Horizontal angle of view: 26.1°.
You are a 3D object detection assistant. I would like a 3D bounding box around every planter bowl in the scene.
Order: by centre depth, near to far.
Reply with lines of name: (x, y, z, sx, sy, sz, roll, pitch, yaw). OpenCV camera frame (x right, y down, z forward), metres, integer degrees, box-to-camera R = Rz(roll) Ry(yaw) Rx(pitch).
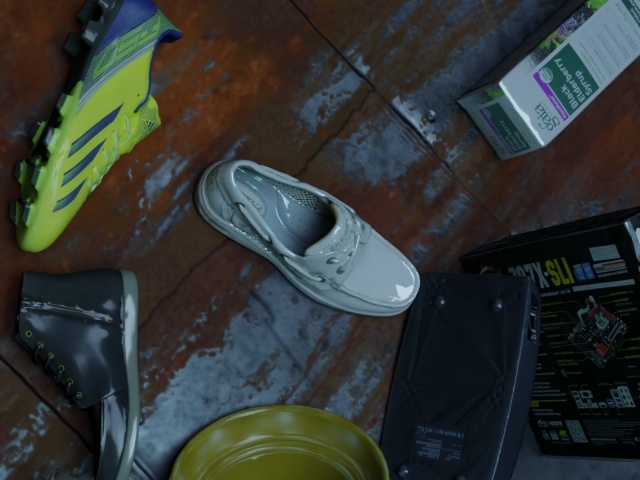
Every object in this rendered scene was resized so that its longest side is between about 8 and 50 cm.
planter bowl: (-0.040, 0.269, 1.384, 0.217, 0.217, 0.090, -21, 130, -26)

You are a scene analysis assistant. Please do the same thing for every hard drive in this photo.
hard drive: (0.151, 0.163, 1.476, 0.054, 0.172, 0.255, 22, 76, -40)

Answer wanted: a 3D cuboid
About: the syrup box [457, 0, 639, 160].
syrup box: (0.282, -0.203, 1.627, 0.237, 0.096, 0.093, -42, 101, -25)

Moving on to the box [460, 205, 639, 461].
box: (0.301, 0.104, 1.465, 0.079, 0.322, 0.257, -23, 92, -25)

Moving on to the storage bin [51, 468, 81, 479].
storage bin: (-0.121, 0.340, 1.250, 0.262, 0.260, 0.123, 38, 73, -25)

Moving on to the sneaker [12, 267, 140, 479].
sneaker: (-0.241, 0.137, 1.349, 0.118, 0.083, 0.222, 2, 75, -18)

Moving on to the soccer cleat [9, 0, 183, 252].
soccer cleat: (-0.219, -0.114, 1.381, 0.121, 0.093, 0.289, 27, 73, -27)

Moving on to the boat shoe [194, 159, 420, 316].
boat shoe: (0.000, 0.000, 1.463, 0.277, 0.096, 0.098, 28, 71, -19)
